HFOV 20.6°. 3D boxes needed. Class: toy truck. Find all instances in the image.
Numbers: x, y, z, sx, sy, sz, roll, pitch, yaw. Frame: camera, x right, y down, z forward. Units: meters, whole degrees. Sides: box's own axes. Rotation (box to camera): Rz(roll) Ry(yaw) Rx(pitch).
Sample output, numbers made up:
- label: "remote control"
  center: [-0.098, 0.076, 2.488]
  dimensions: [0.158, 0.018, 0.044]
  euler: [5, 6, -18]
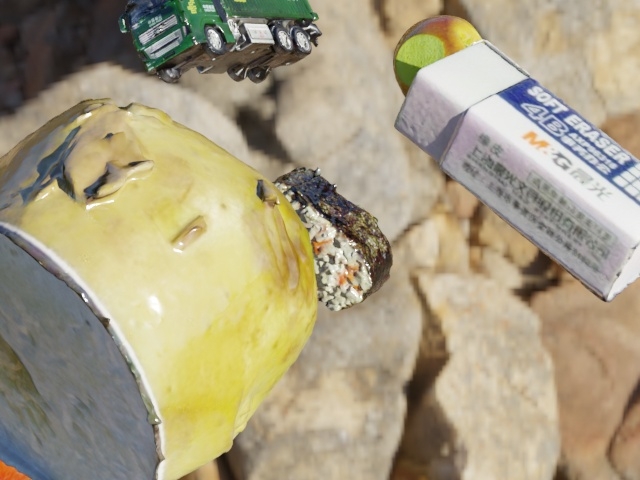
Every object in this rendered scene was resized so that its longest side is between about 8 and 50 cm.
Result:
- label: "toy truck"
  center: [-0.101, -0.232, 1.832]
  dimensions: [0.259, 0.088, 0.121]
  euler: [-10, 74, -60]

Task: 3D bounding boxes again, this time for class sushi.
- label: "sushi"
  center: [0.000, 0.000, 1.734]
  dimensions: [0.150, 0.090, 0.078]
  euler: [45, 33, 8]

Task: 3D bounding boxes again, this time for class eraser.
- label: "eraser"
  center: [0.222, -0.074, 1.754]
  dimensions: [0.287, 0.086, 0.130]
  euler: [41, 44, 20]

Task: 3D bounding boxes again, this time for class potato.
- label: "potato"
  center: [-0.130, 0.032, 1.129]
  dimensions: [0.196, 0.246, 0.300]
  euler: [-38, 18, -33]

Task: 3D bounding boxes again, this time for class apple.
- label: "apple"
  center: [0.138, -0.191, 1.930]
  dimensions: [0.102, 0.099, 0.114]
  euler: [-25, 66, 31]

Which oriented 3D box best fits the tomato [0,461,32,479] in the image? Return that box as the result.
- label: "tomato"
  center: [-0.365, 0.082, 1.503]
  dimensions: [0.322, 0.321, 0.321]
  euler: [-2, 45, 2]
